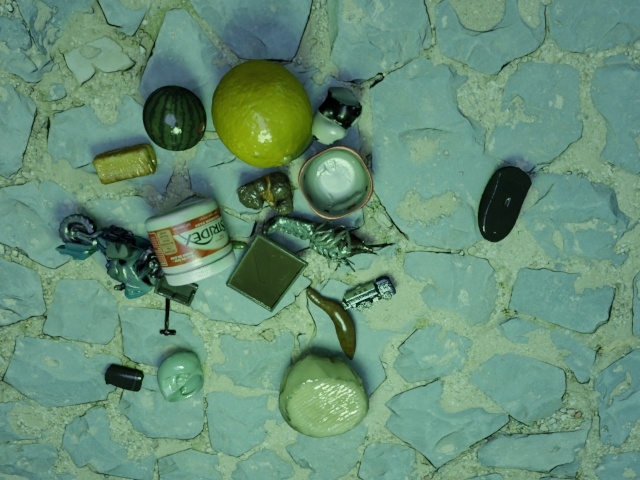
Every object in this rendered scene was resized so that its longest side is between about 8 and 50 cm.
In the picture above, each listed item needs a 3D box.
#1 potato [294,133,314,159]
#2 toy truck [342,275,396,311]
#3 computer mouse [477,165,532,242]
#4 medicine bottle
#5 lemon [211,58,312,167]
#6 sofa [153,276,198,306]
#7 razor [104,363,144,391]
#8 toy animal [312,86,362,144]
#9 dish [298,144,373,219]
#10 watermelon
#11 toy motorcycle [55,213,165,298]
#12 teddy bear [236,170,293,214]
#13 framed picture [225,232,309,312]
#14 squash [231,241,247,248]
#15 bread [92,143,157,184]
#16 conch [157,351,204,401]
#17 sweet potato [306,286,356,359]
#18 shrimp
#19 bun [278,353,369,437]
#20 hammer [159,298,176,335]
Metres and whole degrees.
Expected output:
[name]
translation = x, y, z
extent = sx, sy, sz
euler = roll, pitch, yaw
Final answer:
[potato]
translation = -0.096, -0.340, 1.743
extent = 0.198, 0.054, 0.119
euler = -26, 102, 9
[toy truck]
translation = 0.177, 0.201, 1.893
extent = 0.202, 0.074, 0.088
euler = -25, 96, 10
[computer mouse]
translation = 0.625, -0.128, 1.764
extent = 0.138, 0.086, 0.269
euler = 17, 99, -12
[medicine bottle]
translation = -0.445, -0.001, 1.750
extent = 0.253, 0.252, 0.240
euler = -16, 104, 7
[lemon]
translation = -0.180, -0.395, 1.589
extent = 0.336, 0.336, 0.336
euler = 1, 107, 2
[sofa]
translation = -0.546, 0.184, 1.914
extent = 0.147, 0.060, 0.085
euler = 25, 106, -5
[razor]
translation = -0.789, 0.553, 2.039
extent = 0.148, 0.054, 0.090
euler = 17, 103, -4
[toy animal]
translation = 0.049, -0.403, 1.676
extent = 0.138, 0.166, 0.179
euler = 30, 117, -6
[dish]
translation = 0.054, -0.206, 1.744
extent = 0.256, 0.117, 0.256
euler = 1, 108, 2
[watermelon]
translation = -0.475, -0.400, 1.659
extent = 0.212, 0.212, 0.212
euler = 1, 107, 2
[toy motorcycle]
translation = -0.748, 0.070, 1.826
extent = 0.416, 0.172, 0.232
euler = 23, 102, -10
[teddy bear]
translation = -0.193, -0.167, 1.763
extent = 0.190, 0.177, 0.140
euler = -14, 61, 5
[framed picture]
translation = -0.201, 0.125, 1.861
extent = 0.213, 0.016, 0.289
euler = 32, 124, -7
[squash]
translation = -0.313, 0.019, 1.873
extent = 0.083, 0.027, 0.027
euler = 2, 107, 1
[bread]
translation = -0.678, -0.267, 1.768
extent = 0.211, 0.083, 0.114
euler = -10, 112, 5
[conch]
translation = -0.546, 0.532, 1.990
extent = 0.185, 0.121, 0.221
euler = 18, 114, -7
[sweet potato]
translation = 0.066, 0.311, 1.922
extent = 0.108, 0.079, 0.346
euler = -26, 102, 27
[shrimp]
translation = 0.004, -0.002, 1.797
extent = 0.411, 0.166, 0.221
euler = 25, 141, 8
[bun]
translation = 0.005, 0.580, 1.945
extent = 0.360, 0.211, 0.359
euler = -3, 114, -6
[hammer]
translation = -0.591, 0.288, 1.971
extent = 0.065, 0.021, 0.178
euler = 7, 105, 0
